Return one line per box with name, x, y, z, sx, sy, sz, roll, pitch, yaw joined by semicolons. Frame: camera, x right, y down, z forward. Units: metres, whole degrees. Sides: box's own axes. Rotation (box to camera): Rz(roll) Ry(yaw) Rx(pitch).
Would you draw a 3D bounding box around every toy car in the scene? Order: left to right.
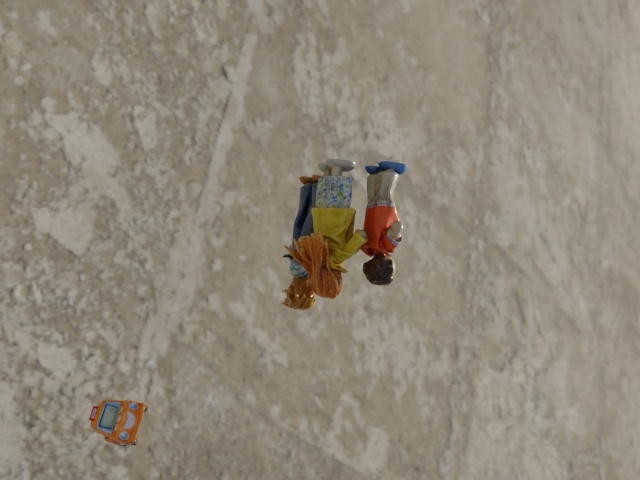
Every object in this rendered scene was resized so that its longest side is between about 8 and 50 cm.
toy car;-0.179;0.179;0.731;0.040;0.060;0.122;23;87;-20

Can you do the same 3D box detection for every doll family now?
doll family;0.000;0.000;1.082;0.118;0.263;0.163;9;80;-20
